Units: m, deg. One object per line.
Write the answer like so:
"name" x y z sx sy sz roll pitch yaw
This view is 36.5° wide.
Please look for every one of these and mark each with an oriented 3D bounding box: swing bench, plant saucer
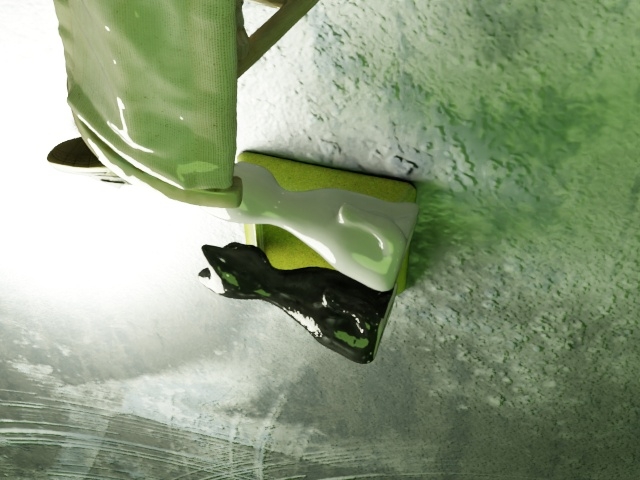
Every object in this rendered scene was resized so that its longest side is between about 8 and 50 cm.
"swing bench" -0.094 -0.202 0.638 0.165 0.255 0.253 15 143 5
"plant saucer" 0.000 0.000 1.034 0.188 0.045 0.188 11 143 9

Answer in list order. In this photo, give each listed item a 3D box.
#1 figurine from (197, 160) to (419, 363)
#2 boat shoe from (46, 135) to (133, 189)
"figurine" -0.024 0.013 0.956 0.209 0.092 0.215 18 143 7
"boat shoe" -0.214 -0.077 1.016 0.152 0.056 0.049 4 136 18
